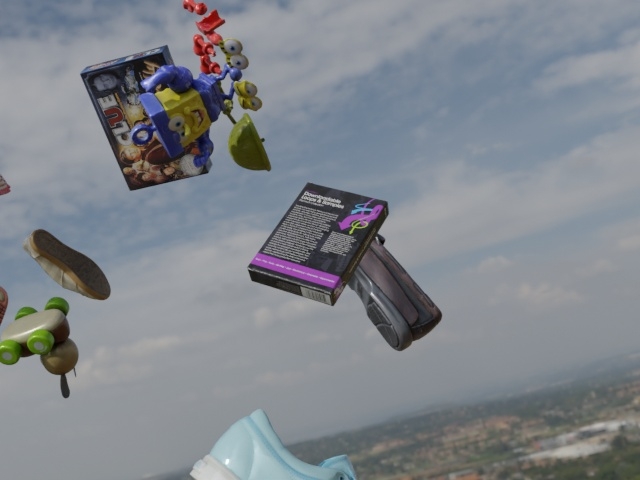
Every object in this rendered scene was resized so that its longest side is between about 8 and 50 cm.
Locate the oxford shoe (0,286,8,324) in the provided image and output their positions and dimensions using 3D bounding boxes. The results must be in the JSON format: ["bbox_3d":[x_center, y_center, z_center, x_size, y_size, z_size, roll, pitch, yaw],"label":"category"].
[{"bbox_3d":[-0.954,0.284,2.331,0.397,0.140,0.146,-56,6,-8],"label":"oxford shoe"}]

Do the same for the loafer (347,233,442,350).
[{"bbox_3d":[0.086,0.039,1.467,0.095,0.302,0.109,-26,-22,-17],"label":"loafer"}]

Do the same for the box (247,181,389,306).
[{"bbox_3d":[0.000,0.000,1.093,0.116,0.162,0.029,16,-37,25],"label":"box"}]

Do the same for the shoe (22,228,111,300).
[{"bbox_3d":[-0.545,0.058,1.910,0.058,0.076,0.219,-29,-60,31],"label":"shoe"}]

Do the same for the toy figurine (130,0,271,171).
[{"bbox_3d":[-0.237,-0.224,1.552,0.217,0.191,0.362,-35,-35,-14],"label":"toy figurine"}]

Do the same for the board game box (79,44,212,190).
[{"bbox_3d":[-0.318,-0.221,1.638,0.165,0.243,0.042,-12,27,13],"label":"board game box"}]

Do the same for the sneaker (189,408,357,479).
[{"bbox_3d":[0.020,0.353,1.113,0.150,0.366,0.135,-51,1,-16],"label":"sneaker"}]

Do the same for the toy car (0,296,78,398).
[{"bbox_3d":[-0.592,0.249,1.941,0.149,0.188,0.155,-18,27,11],"label":"toy car"}]

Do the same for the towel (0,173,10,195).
[{"bbox_3d":[-0.939,-0.177,2.358,0.144,0.029,0.197,-20,-49,11],"label":"towel"}]
